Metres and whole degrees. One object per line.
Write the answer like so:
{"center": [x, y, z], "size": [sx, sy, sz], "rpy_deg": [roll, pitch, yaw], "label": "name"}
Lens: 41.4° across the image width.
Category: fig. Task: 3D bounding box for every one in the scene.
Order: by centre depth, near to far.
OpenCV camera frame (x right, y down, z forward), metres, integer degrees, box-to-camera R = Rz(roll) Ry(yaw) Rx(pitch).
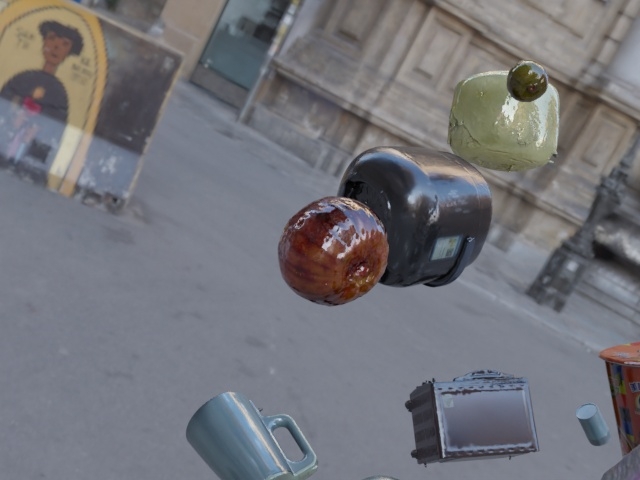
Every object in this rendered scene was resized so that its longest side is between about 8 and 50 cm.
{"center": [0.015, 0.002, 0.952], "size": [0.128, 0.128, 0.150], "rpy_deg": [24, 35, -19], "label": "fig"}
{"center": [0.362, -0.285, 1.488], "size": [0.074, 0.074, 0.088], "rpy_deg": [24, 28, -16], "label": "fig"}

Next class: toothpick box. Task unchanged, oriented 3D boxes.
{"center": [0.603, 0.407, 1.867], "size": [0.083, 0.052, 0.052], "rpy_deg": [59, -1, -21], "label": "toothpick box"}

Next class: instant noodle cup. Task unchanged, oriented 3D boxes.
{"center": [0.559, 0.261, 1.284], "size": [0.251, 0.192, 0.250], "rpy_deg": [-5, 1, 0], "label": "instant noodle cup"}

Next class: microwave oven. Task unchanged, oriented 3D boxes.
{"center": [0.338, 0.400, 1.900], "size": [0.248, 0.188, 0.178], "rpy_deg": [-2, -21, -14], "label": "microwave oven"}

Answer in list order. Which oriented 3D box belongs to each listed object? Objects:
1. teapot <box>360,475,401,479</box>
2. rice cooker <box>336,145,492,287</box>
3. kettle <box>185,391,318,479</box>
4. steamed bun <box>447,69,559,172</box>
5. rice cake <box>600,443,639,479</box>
{"center": [0.103, 0.564, 1.607], "size": [0.184, 0.183, 0.251], "rpy_deg": [30, 14, 13], "label": "teapot"}
{"center": [0.156, -0.041, 1.524], "size": [0.225, 0.267, 0.267], "rpy_deg": [-9, 32, -36], "label": "rice cooker"}
{"center": [-0.138, 0.451, 1.815], "size": [0.211, 0.159, 0.243], "rpy_deg": [-23, 44, -28], "label": "kettle"}
{"center": [0.445, -0.289, 2.033], "size": [0.273, 0.231, 0.166], "rpy_deg": [10, -13, 12], "label": "steamed bun"}
{"center": [0.427, 0.208, 0.932], "size": [0.073, 0.365, 0.056], "rpy_deg": [19, 44, -6], "label": "rice cake"}
